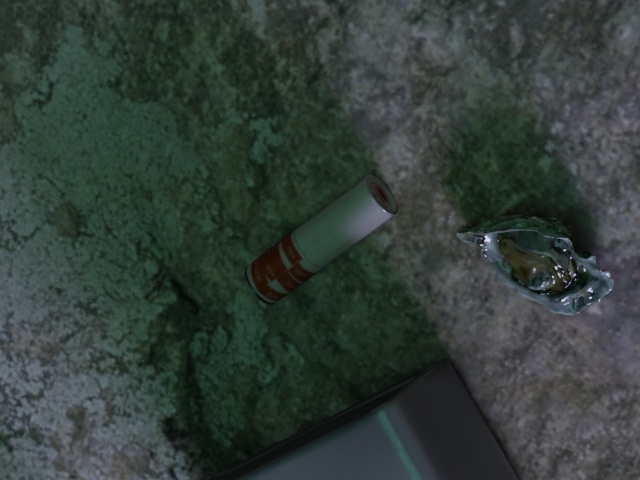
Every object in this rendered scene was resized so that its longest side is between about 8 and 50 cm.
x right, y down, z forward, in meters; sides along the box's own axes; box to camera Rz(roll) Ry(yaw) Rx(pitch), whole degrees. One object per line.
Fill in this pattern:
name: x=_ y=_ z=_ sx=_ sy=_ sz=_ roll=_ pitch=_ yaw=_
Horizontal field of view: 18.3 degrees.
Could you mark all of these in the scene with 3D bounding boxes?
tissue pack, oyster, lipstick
tissue pack: x=0.012 y=0.213 z=1.536 sx=0.246 sy=0.159 sz=0.136 roll=-28 pitch=90 yaw=25
oyster: x=0.167 y=0.014 z=1.504 sx=0.098 sy=0.037 sz=0.100 roll=-22 pitch=115 yaw=42
lipstick: x=0.000 y=0.000 z=1.555 sx=0.130 sy=0.038 sz=0.038 roll=-36 pitch=88 yaw=23
